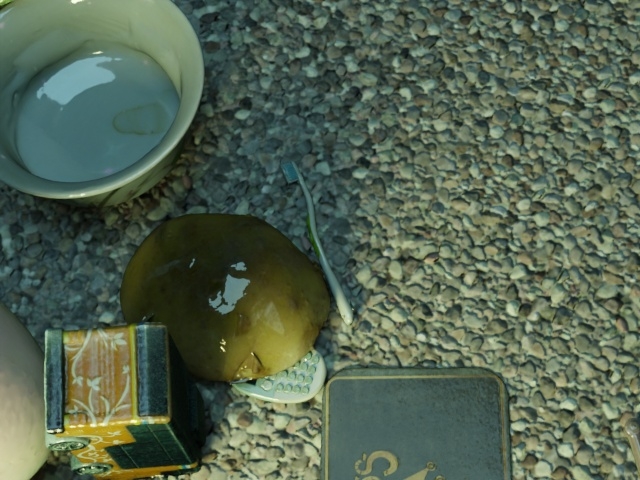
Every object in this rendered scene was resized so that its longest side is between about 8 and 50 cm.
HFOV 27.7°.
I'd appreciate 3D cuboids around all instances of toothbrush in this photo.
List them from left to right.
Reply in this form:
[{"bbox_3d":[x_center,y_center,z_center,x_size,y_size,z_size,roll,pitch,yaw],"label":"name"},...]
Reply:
[{"bbox_3d":[0.000,0.000,1.789,0.026,0.022,0.263,-15,65,-16],"label":"toothbrush"}]

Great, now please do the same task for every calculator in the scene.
[{"bbox_3d":[-0.067,0.166,1.722,0.153,0.021,0.095,13,68,14],"label":"calculator"}]

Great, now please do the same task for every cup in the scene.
[{"bbox_3d":[-0.319,-0.184,1.825,0.347,0.163,0.347,-3,66,6],"label":"cup"}]

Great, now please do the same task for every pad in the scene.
[{"bbox_3d":[0.084,0.328,1.616,0.315,0.063,0.375,-2,66,6],"label":"pad"}]

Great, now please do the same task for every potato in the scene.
[{"bbox_3d":[-0.141,0.060,1.718,0.299,0.116,0.239,23,71,22],"label":"potato"}]

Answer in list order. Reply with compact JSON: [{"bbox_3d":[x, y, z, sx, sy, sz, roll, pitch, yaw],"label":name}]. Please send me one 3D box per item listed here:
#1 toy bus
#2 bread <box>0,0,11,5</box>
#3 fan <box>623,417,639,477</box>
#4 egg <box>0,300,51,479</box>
[{"bbox_3d":[-0.236,0.204,1.589,0.167,0.275,0.138,-6,66,0],"label":"toy bus"},{"bbox_3d":[-0.458,-0.403,1.909,0.301,0.045,0.301,-19,29,11],"label":"bread"},{"bbox_3d":[0.415,0.355,1.591,0.057,0.023,0.282,-18,66,8],"label":"fan"},{"bbox_3d":[-0.490,0.199,1.592,0.340,0.354,0.354,13,68,-8],"label":"egg"}]
